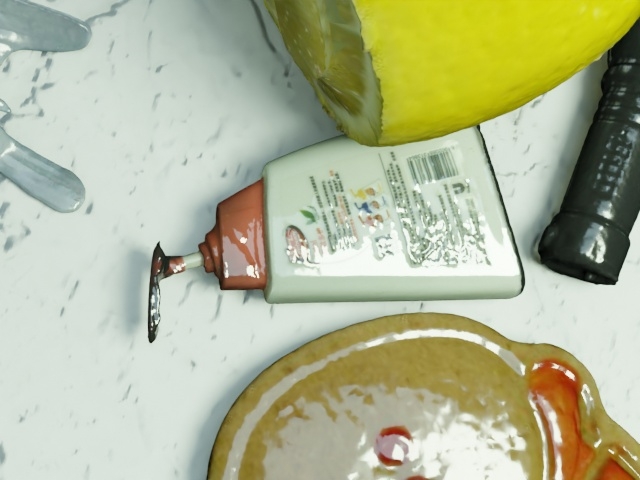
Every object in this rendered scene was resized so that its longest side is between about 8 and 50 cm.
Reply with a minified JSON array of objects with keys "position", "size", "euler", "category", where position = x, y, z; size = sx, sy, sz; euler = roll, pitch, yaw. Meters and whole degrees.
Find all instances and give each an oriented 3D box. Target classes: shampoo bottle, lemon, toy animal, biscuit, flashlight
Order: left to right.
[{"position":[-0.287,-0.106,0.861],"size":[0.255,0.176,0.239],"euler":[43,76,-34],"category":"toy animal"},{"position":[0.000,0.000,0.889],"size":[0.284,0.071,0.153],"euler":[-13,83,-9],"category":"shampoo bottle"},{"position":[0.091,0.240,0.859],"size":[0.359,0.074,0.381],"euler":[-21,79,-11],"category":"biscuit"},{"position":[0.098,-0.262,0.816],"size":[0.364,0.364,0.364],"euler":[2,78,-9],"category":"lemon"},{"position":[0.243,-0.076,0.934],"size":[0.093,0.093,0.232],"euler":[22,78,-4],"category":"flashlight"}]
